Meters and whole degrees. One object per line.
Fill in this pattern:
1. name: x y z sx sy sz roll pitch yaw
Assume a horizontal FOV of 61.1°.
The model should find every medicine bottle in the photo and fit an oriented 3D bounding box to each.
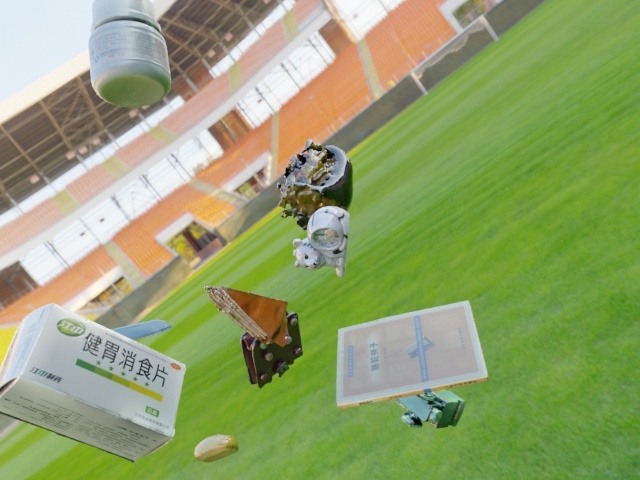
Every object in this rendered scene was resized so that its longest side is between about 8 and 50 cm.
1. medicine bottle: -0.625 -0.619 1.766 0.245 0.306 0.245 -10 -13 -2

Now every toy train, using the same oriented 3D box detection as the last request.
1. toy train: 0.194 0.328 1.164 0.200 0.132 0.083 30 103 48

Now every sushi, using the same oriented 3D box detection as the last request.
1. sushi: -0.013 -0.156 1.544 0.213 0.200 0.204 -48 27 36

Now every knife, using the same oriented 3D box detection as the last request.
1. knife: -0.522 0.237 1.318 0.313 0.044 0.019 -12 -8 -13

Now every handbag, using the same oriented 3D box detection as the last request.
1. handbag: -0.147 0.340 1.716 0.074 0.216 0.203 20 39 39

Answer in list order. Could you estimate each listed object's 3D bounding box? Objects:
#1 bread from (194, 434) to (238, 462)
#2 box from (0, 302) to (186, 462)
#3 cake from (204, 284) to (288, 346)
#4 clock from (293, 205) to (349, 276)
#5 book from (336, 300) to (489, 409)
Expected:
1. bread: -0.278 0.550 1.450 0.115 0.056 0.082 -26 -35 11
2. box: -0.450 0.284 1.073 0.145 0.333 0.173 -38 32 27
3. cake: -0.193 0.182 1.504 0.098 0.287 0.135 1 58 53
4. clock: 0.000 0.000 1.151 0.080 0.117 0.176 -85 -1 -46
5. book: 0.143 0.187 0.905 0.241 0.018 0.170 -15 35 14
